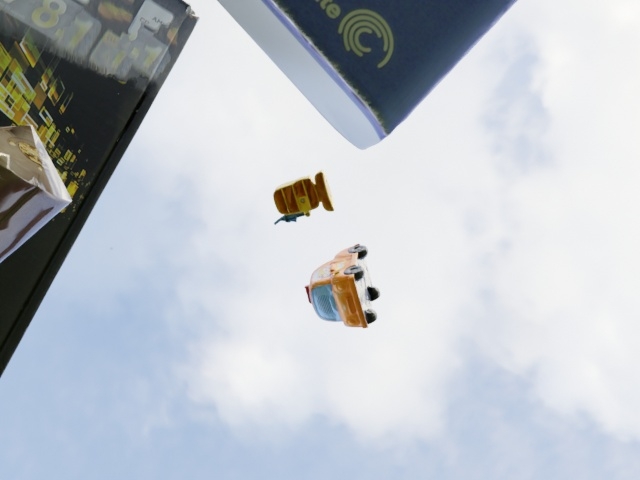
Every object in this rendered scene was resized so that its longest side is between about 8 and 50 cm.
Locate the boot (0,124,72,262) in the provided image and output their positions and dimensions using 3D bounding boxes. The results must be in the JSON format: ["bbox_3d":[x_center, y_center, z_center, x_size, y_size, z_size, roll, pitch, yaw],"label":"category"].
[{"bbox_3d":[-0.124,0.014,0.445,0.114,0.106,0.037,-46,-122,7],"label":"boot"}]

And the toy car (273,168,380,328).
[{"bbox_3d":[0.000,0.000,0.675,0.041,0.060,0.122,-13,-53,11],"label":"toy car"}]

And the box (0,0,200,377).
[{"bbox_3d":[-0.311,-0.092,0.666,0.395,0.097,0.318,32,-109,-15],"label":"box"}]

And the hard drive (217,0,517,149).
[{"bbox_3d":[0.055,-0.225,0.559,0.210,0.040,0.318,47,-111,-10],"label":"hard drive"}]
